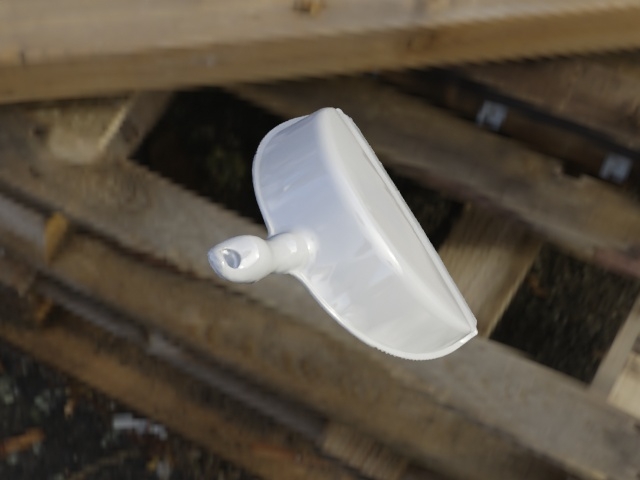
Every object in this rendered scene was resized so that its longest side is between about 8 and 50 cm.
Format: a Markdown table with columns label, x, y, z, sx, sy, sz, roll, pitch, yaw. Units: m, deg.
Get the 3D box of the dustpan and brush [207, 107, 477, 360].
| label | x | y | z | sx | sy | sz | roll | pitch | yaw |
| --- | --- | --- | --- | --- | --- | --- | --- | --- | --- |
| dustpan and brush | 0.000 | 0.000 | 0.949 | 0.060 | 0.211 | 0.147 | -33 | 80 | 11 |
